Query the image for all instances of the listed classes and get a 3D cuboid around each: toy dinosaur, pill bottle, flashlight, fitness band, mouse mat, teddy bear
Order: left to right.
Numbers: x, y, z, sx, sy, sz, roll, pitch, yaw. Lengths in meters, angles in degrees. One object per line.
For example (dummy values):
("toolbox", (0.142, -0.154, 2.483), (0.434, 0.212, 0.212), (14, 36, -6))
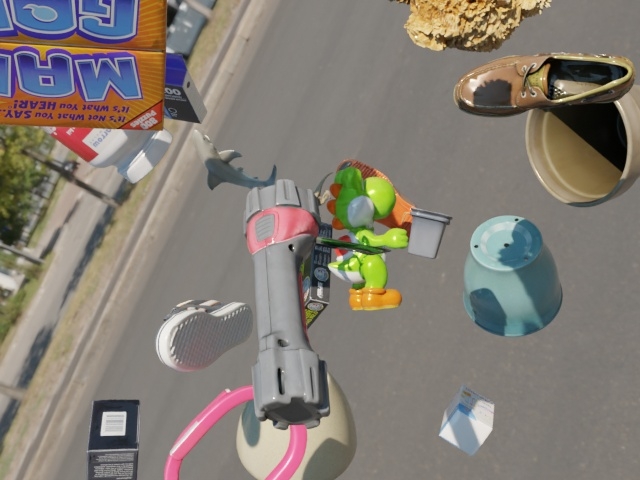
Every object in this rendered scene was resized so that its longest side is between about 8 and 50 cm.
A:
("pill bottle", (-0.595, -0.337, 1.763), (0.229, 0.408, 0.229), (-38, 28, 25))
("fitness band", (-0.159, 0.406, 1.282), (0.291, 0.209, 0.054), (-45, 10, -13))
("flashlight", (-0.038, 0.069, 0.811), (0.103, 0.103, 0.304), (112, 156, -50))
("toy dinosaur", (-0.013, -0.087, 1.500), (0.092, 0.053, 0.183), (137, 151, -74))
("mouse mat", (0.000, 0.000, 1.001), (0.153, 0.190, 0.007), (-4, -75, -73))
("teddy bear", (0.126, -0.344, 0.776), (0.338, 0.245, 0.113), (-86, 5, -47))

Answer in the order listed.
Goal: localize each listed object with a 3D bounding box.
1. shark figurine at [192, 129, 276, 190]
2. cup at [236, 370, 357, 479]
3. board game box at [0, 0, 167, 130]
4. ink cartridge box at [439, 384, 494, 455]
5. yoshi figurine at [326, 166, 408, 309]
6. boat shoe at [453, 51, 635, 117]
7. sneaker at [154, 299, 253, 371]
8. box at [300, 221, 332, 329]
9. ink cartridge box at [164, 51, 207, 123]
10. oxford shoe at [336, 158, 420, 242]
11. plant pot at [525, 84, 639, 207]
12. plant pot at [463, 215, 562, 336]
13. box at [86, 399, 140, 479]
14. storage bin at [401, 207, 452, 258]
("shark figurine", (-0.254, -0.177, 1.910), (0.116, 0.278, 0.166), (-59, -3, -33))
("cup", (-0.063, 0.448, 1.804), (0.331, 0.331, 0.236), (-97, 7, -55))
("board game box", (-0.445, -0.441, 1.154), (0.356, 0.356, 0.356), (107, 158, -49))
("ink cartridge box", (0.351, 0.421, 1.624), (0.089, 0.092, 0.143), (-62, -7, 21))
("yoshi figurine", (0.137, -0.012, 1.734), (0.204, 0.203, 0.362), (-10, 90, 22))
("boat shoe", (0.385, -0.284, 1.198), (0.104, 0.307, 0.110), (-14, -82, -72))
("sneaker", (-0.268, 0.195, 1.419), (0.321, 0.128, 0.126), (-4, -86, -68))
("box", (-0.035, 0.111, 1.975), (0.216, 0.060, 0.270), (125, 155, -50))
("ink cartridge box", (-0.371, -0.338, 1.480), (0.208, 0.206, 0.045), (76, -153, -65))
("oxford shoe", (0.196, -0.107, 2.041), (0.130, 0.364, 0.133), (-49, -2, 9))
("plant pot", (0.732, -0.266, 1.706), (0.323, 0.281, 0.323), (40, 137, 51))
("plant pot", (0.506, 0.080, 1.836), (0.272, 0.255, 0.271), (-11, 50, 13))
("box", (-0.465, 0.485, 1.532), (0.153, 0.108, 0.207), (-110, 26, -55))
("storage bin", (0.209, -0.013, 1.379), (0.135, 0.098, 0.091), (11, -88, -79))
